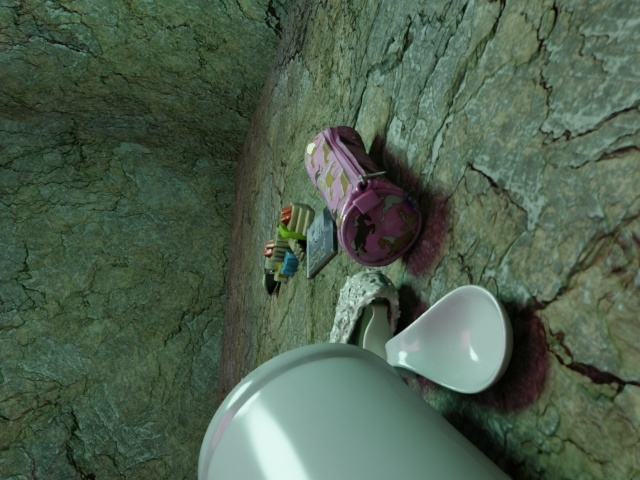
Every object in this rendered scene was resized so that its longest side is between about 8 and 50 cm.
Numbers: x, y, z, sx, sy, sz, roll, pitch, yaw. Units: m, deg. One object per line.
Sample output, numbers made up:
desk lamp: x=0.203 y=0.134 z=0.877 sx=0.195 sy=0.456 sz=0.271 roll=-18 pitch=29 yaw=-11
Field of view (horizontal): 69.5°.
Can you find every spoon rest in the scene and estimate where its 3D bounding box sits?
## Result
spoon rest: x=0.166 y=0.152 z=0.653 sx=0.276 sy=0.084 sz=0.137 roll=129 pitch=144 yaw=-60

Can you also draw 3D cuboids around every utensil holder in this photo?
utensil holder: x=0.060 y=0.337 z=0.492 sx=0.385 sy=0.328 sz=0.327 roll=-151 pitch=70 yaw=-65

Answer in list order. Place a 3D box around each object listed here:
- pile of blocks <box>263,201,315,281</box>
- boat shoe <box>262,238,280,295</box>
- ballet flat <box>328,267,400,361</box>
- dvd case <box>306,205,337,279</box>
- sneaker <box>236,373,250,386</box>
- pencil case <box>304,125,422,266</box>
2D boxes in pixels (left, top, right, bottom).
pile of blocks: x=-0.127 y=0.023 z=1.561 sx=0.149 sy=0.113 sz=0.362 roll=-102 pitch=26 yaw=-48
boat shoe: x=-0.174 y=0.106 z=1.739 sx=0.073 sy=0.080 sz=0.223 roll=-123 pitch=38 yaw=-56
ballet flat: x=0.062 y=0.254 z=0.824 sx=0.147 sy=0.147 sz=0.408 roll=-160 pitch=78 yaw=-72
dvd case: x=0.000 y=0.000 z=1.335 sx=0.221 sy=0.018 sz=0.164 roll=130 pitch=144 yaw=-59
sneaker: x=-0.245 y=0.618 z=1.679 sx=0.299 sy=0.121 sz=0.112 roll=-91 pitch=-12 yaw=-48
pencil case: x=0.069 y=-0.110 z=0.945 sx=0.167 sy=0.160 sz=0.386 roll=-65 pitch=23 yaw=23
